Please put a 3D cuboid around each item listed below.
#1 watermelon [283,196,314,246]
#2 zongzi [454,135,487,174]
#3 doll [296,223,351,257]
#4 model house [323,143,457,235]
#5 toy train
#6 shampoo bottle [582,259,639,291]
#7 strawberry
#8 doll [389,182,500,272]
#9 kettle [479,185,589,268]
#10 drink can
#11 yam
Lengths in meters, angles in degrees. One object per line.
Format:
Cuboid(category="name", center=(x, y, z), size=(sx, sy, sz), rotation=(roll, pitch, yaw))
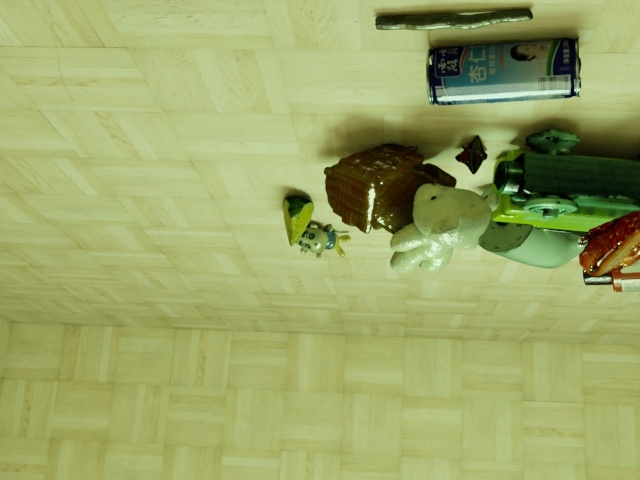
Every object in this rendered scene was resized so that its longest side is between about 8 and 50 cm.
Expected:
Cuboid(category="watermelon", center=(-0.048, -0.061, 2.168), size=(0.075, 0.092, 0.181), rotation=(-9, 156, -7))
Cuboid(category="zongzi", center=(0.310, -0.179, 1.784), size=(0.067, 0.073, 0.083), rotation=(3, -157, 0))
Cuboid(category="doll", center=(0.000, 0.000, 2.368), size=(0.179, 0.102, 0.089), rotation=(11, -159, -26))
Cuboid(category="model house", center=(0.118, -0.118, 1.829), size=(0.229, 0.219, 0.199), rotation=(27, -167, -43))
Cuboid(category="toy train", center=(0.548, -0.103, 1.788), size=(0.442, 0.179, 0.272), rotation=(5, 171, -6))
Cuboid(category="shampoo bottle", center=(0.873, 0.090, 2.466), size=(0.278, 0.104, 0.104), rotation=(-3, 162, 21))
Cuboid(category="strawberry", center=(0.563, -0.004, 1.667), size=(0.121, 0.082, 0.188), rotation=(-4, 147, -31))
Cuboid(category="doll", center=(0.228, -0.020, 1.782), size=(0.175, 0.149, 0.278), rotation=(-32, 165, -33))
Cuboid(category="kettle", center=(0.502, -0.021, 2.036), size=(0.240, 0.165, 0.255), rotation=(4, 168, 43))
Cuboid(category="drink can", center=(0.290, -0.266, 1.406), size=(0.235, 0.097, 0.097), rotation=(-2, 163, 15))
Cuboid(category="yam", center=(0.198, -0.328, 1.328), size=(0.234, 0.027, 0.029), rotation=(-1, 173, 11))
